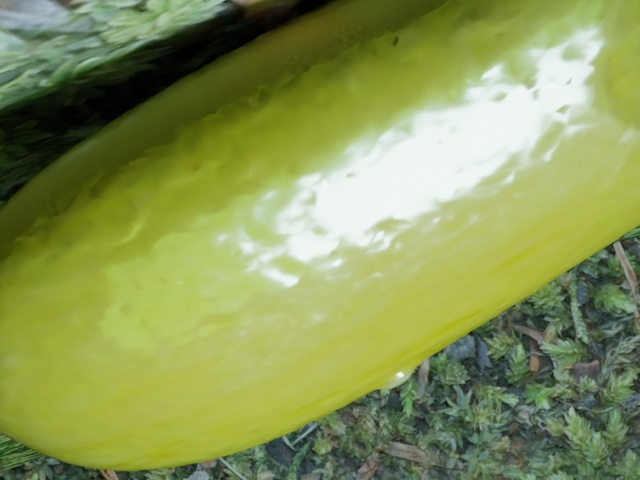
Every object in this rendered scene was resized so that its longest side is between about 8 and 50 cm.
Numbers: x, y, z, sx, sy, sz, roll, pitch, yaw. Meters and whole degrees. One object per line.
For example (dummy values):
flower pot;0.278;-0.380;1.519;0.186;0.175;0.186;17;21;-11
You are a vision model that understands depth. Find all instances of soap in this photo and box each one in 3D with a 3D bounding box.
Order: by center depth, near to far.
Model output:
soap;-0.001;-0.003;0.763;0.427;0.115;0.306;-29;149;6
